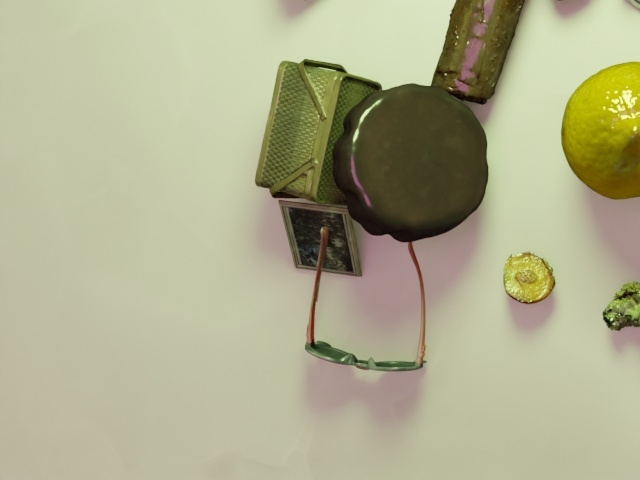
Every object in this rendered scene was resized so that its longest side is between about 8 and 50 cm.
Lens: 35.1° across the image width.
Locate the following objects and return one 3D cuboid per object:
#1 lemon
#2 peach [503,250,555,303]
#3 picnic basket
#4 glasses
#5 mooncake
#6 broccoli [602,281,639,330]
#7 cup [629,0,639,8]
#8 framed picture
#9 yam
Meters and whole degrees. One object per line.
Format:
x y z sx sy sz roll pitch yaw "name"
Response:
0.505 -0.179 1.650 0.228 0.253 0.229 6 101 33 "lemon"
0.373 0.070 1.820 0.098 0.061 0.098 -1 77 6 "peach"
-0.002 -0.199 1.877 0.139 0.165 0.267 17 99 31 "picnic basket"
0.094 0.114 1.896 0.234 0.118 0.269 9 98 21 "glasses"
0.152 -0.136 1.787 0.282 0.141 0.283 3 82 -19 "mooncake"
0.542 0.116 1.746 0.096 0.092 0.095 7 110 2 "broccoli"
0.561 -0.468 1.703 0.133 0.136 0.099 -4 59 20 "cup"
0.000 0.000 1.919 0.141 0.011 0.183 8 137 19 "framed picture"
0.289 -0.384 1.784 0.131 0.131 0.280 21 102 18 "yam"
